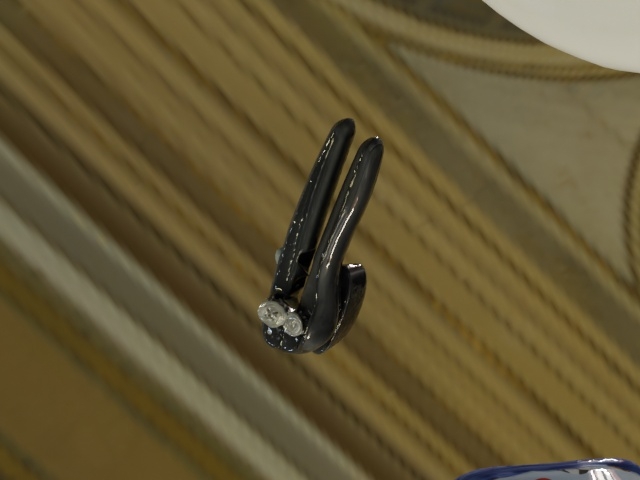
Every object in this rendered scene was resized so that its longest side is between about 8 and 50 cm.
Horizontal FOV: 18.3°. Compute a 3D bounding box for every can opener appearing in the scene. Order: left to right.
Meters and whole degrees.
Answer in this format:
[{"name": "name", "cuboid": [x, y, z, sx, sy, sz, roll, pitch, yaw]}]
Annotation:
[{"name": "can opener", "cuboid": [0.000, 0.000, 1.346, 0.059, 0.186, 0.073, 26, -147, 21]}]

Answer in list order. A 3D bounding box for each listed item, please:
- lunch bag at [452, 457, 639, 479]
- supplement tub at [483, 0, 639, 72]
[{"name": "lunch bag", "cuboid": [0.162, 0.317, 1.558, 0.243, 0.303, 0.115, -2, -149, -35]}, {"name": "supplement tub", "cuboid": [0.191, -0.232, 0.732, 0.331, 0.241, 0.241, -33, -89, -29]}]
